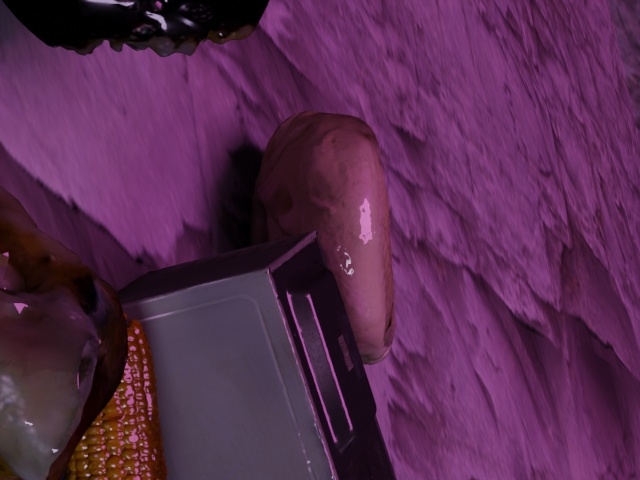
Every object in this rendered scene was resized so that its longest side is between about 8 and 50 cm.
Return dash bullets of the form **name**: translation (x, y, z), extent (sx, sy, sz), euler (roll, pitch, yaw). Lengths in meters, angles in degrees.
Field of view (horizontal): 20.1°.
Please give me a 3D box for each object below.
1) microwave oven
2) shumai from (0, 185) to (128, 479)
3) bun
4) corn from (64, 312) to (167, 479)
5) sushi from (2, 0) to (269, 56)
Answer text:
- **microwave oven**: translation (-0.048, 0.113, 1.254), extent (0.129, 0.163, 0.205), euler (-40, 114, -68)
- **shumai**: translation (-0.211, -0.005, 0.846), extent (0.271, 0.204, 0.222), euler (62, 26, -30)
- **bun**: translation (0.000, 0.000, 1.479), extent (0.237, 0.116, 0.209), euler (89, -3, -65)
- **corn**: translation (-0.131, 0.148, 1.154), extent (0.068, 0.068, 0.207), euler (17, 66, -66)
- **sushi**: translation (-0.136, -0.238, 1.169), extent (0.200, 0.213, 0.204), euler (-107, -170, -60)
